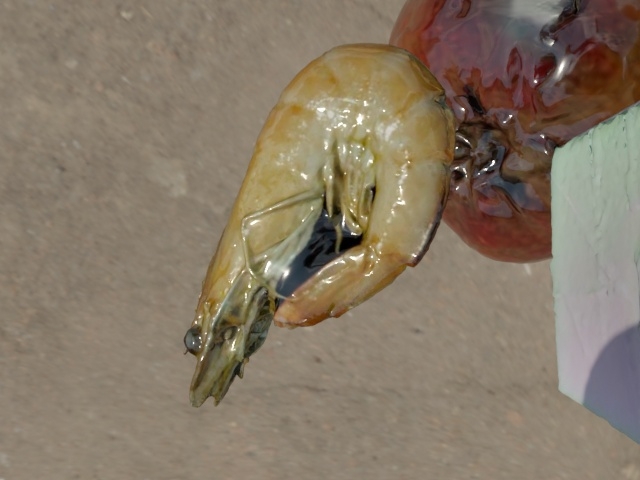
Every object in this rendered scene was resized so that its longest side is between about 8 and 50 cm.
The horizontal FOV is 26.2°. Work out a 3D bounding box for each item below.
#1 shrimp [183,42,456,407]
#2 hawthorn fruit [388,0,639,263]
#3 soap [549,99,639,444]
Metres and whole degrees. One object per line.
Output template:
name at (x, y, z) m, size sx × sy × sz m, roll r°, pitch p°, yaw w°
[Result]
shrimp at (0.000, 0.000, 0.356) m, size 0.059 × 0.023 × 0.108 m, roll 25°, pitch 94°, yaw 29°
hawthorn fruit at (0.214, -0.141, 1.182) m, size 0.325 × 0.308 × 0.308 m, roll -27°, pitch 72°, yaw -25°
soap at (0.298, 0.009, 0.731) m, size 0.156 × 0.446 × 0.261 m, roll 5°, pitch 76°, yaw -20°
